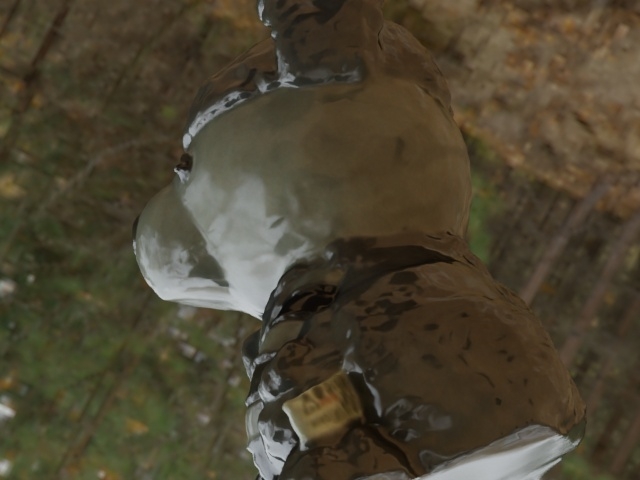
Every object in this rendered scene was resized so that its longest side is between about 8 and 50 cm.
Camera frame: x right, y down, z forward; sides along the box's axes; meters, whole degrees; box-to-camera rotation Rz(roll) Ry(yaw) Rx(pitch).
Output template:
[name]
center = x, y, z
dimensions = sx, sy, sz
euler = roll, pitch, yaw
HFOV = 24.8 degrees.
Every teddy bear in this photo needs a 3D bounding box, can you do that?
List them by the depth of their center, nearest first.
[teddy bear]
center = 0.008, 0.017, 0.593
dimensions = 0.171, 0.144, 0.251
euler = 57, -168, -54
